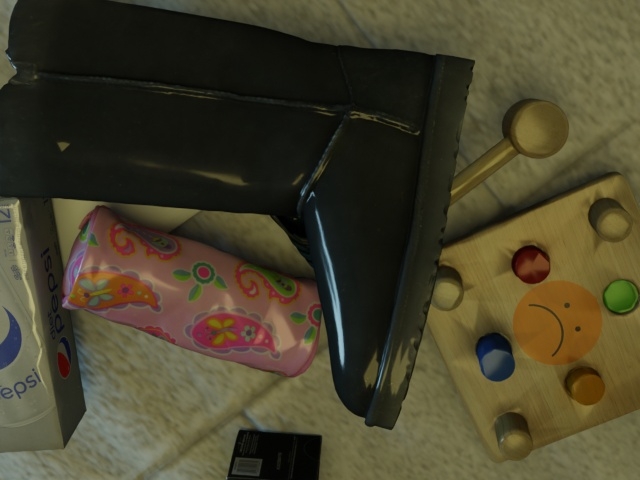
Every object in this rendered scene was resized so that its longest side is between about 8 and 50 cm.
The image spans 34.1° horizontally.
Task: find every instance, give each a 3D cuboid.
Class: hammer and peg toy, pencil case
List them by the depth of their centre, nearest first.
[{"bbox_3d":[0.223,0.041,1.114,0.266,0.127,0.361,-25,100,10],"label":"hammer and peg toy"},{"bbox_3d":[-0.131,0.057,1.122,0.284,0.124,0.124,19,107,-16],"label":"pencil case"}]

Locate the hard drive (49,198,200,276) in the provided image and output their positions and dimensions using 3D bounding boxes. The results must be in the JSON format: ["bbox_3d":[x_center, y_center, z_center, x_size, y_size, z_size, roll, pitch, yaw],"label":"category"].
[{"bbox_3d":[-0.281,-0.056,1.155,0.307,0.040,0.203,-33,102,11],"label":"hard drive"}]

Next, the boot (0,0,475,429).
[{"bbox_3d":[-0.106,-0.041,0.982,0.445,0.146,0.367,11,70,5],"label":"boot"}]

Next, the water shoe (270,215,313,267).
[{"bbox_3d":[0.000,0.000,1.136,0.203,0.080,0.073,44,104,-9],"label":"water shoe"}]

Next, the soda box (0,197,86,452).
[{"bbox_3d":[-0.329,0.081,1.128,0.091,0.098,0.286,-4,107,5],"label":"soda box"}]

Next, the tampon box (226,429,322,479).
[{"bbox_3d":[-0.056,0.321,1.213,0.101,0.120,0.161,5,106,1],"label":"tampon box"}]
